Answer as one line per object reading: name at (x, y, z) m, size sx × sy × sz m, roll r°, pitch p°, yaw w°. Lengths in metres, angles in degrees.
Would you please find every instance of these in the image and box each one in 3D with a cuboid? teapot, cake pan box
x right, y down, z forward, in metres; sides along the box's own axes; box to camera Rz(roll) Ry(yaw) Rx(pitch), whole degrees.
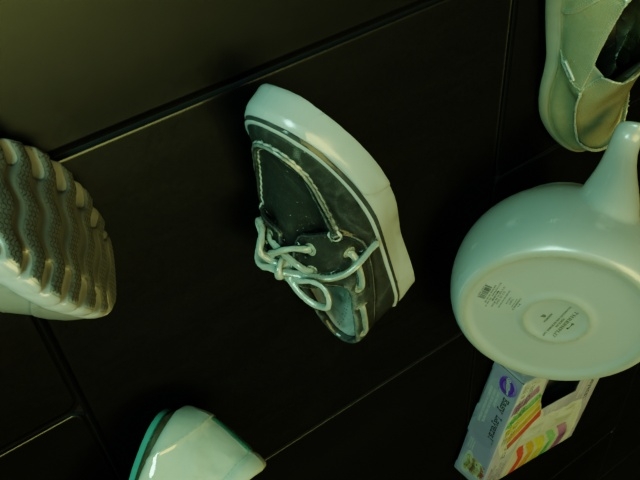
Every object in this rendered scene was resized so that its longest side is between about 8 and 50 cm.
teapot at (0.274, 0.028, 0.860) m, size 0.252 × 0.256 × 0.187 m, roll 55°, pitch 36°, yaw -30°
cake pan box at (0.356, 0.260, 1.227) m, size 0.246 × 0.070 × 0.266 m, roll -17°, pitch 132°, yaw -35°

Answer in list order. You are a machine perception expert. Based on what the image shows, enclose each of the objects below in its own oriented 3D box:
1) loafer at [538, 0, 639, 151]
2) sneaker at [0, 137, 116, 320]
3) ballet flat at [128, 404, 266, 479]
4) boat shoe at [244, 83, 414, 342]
loafer at (0.287, -0.178, 0.763) m, size 0.102 × 0.092 × 0.268 m, roll -40°, pitch 141°, yaw -9°
sneaker at (-0.241, -0.009, 0.452) m, size 0.115 × 0.105 × 0.281 m, roll -21°, pitch 152°, yaw 23°
ballet flat at (-0.158, 0.357, 0.697) m, size 0.139 × 0.139 × 0.400 m, roll 21°, pitch 89°, yaw -49°
boat shoe at (-0.003, -0.002, 0.636) m, size 0.105 × 0.113 × 0.306 m, roll -53°, pitch 153°, yaw -15°
